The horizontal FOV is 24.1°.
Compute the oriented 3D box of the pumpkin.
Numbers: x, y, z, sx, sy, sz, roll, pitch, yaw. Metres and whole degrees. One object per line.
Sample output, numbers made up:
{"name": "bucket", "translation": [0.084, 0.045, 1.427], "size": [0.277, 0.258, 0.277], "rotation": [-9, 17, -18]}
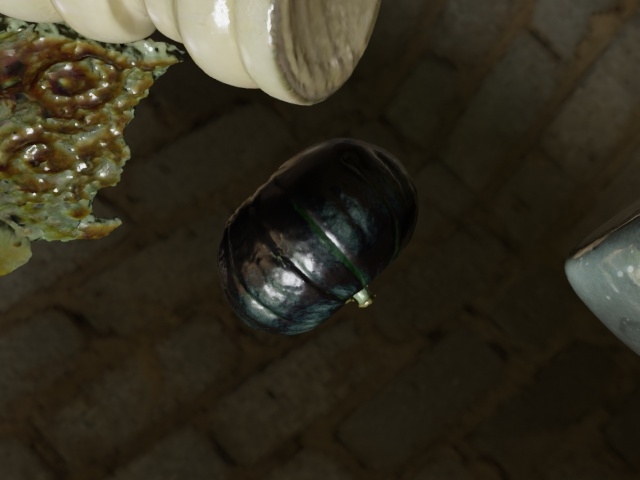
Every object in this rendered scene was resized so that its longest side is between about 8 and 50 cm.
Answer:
{"name": "pumpkin", "translation": [0.000, 0.000, 1.305], "size": [0.202, 0.140, 0.202], "rotation": [-43, 175, -5]}

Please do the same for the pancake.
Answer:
{"name": "pancake", "translation": [-0.309, -0.080, 1.458], "size": [0.304, 0.067, 0.427], "rotation": [-1, 145, -24]}

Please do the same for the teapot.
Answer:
{"name": "teapot", "translation": [0.457, 0.057, 1.608], "size": [0.305, 0.285, 0.223], "rotation": [-33, 179, 13]}

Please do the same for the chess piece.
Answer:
{"name": "chess piece", "translation": [-0.119, -0.203, 1.045], "size": [0.167, 0.299, 0.167], "rotation": [-43, 141, -50]}
